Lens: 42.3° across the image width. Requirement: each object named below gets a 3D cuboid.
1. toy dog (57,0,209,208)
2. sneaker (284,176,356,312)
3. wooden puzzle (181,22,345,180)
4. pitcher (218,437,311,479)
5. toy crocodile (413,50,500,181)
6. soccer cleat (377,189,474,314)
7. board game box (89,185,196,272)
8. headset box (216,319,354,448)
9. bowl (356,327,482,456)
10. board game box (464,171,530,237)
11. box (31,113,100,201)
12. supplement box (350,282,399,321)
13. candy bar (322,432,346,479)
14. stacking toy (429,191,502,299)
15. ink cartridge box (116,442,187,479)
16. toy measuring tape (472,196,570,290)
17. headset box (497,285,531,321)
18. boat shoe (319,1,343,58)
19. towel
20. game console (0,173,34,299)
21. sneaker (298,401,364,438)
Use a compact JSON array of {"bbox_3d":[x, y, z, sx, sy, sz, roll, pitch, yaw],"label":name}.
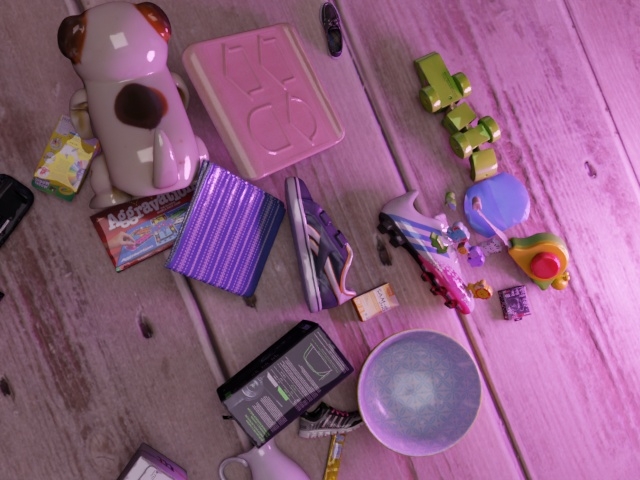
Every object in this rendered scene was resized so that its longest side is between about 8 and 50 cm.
[{"bbox_3d":[-0.406,-0.288,1.726,0.285,0.395,0.407,-14,95,-6],"label":"toy dog"},{"bbox_3d":[0.000,0.000,1.928,0.128,0.126,0.321,-13,99,-6],"label":"sneaker"},{"bbox_3d":[-0.131,-0.320,1.898,0.348,0.080,0.322,-30,94,-45],"label":"wooden puzzle"},{"bbox_3d":[-0.119,0.555,1.880,0.178,0.125,0.207,-35,81,10],"label":"pitcher"},{"bbox_3d":[0.332,-0.304,2.023,0.115,0.105,0.340,-31,87,-11],"label":"toy crocodile"},{"bbox_3d":[0.282,0.023,1.975,0.143,0.116,0.331,-41,93,-9],"label":"soccer cleat"},{"bbox_3d":[-0.373,-0.051,1.918,0.281,0.027,0.145,-27,89,-10],"label":"board game box"},{"bbox_3d":[-0.093,0.315,1.828,0.283,0.246,0.131,-38,93,-9],"label":"headset box"},{"bbox_3d":[0.212,0.345,1.920,0.290,0.156,0.289,1,85,-9],"label":"bowl"},{"bbox_3d":[0.431,-0.089,2.047,0.169,0.033,0.133,-25,94,-8],"label":"board game box"},{"bbox_3d":[-0.576,-0.185,1.886,0.105,0.043,0.179,23,80,-7],"label":"box"},{"bbox_3d":[0.130,0.147,1.981,0.098,0.036,0.062,-24,91,-11],"label":"supplement box"},{"bbox_3d":[0.029,0.529,1.947,0.040,0.018,0.161,13,84,-12],"label":"candy bar"},{"bbox_3d":[0.345,0.009,1.946,0.221,0.052,0.167,48,42,-23],"label":"stacking toy"},{"bbox_3d":[-0.375,0.539,1.799,0.127,0.176,0.128,36,82,-5],"label":"ink cartridge box"},{"bbox_3d":[0.504,-0.005,1.996,0.121,0.121,0.330,-46,107,-9],"label":"toy measuring tape"},{"bbox_3d":[0.480,0.158,2.040,0.062,0.032,0.083,-14,89,-9],"label":"headset box"},{"bbox_3d":[0.031,-0.514,2.010,0.049,0.040,0.142,-11,88,-10],"label":"boat shoe"},{"bbox_3d":[-0.201,-0.016,1.818,0.040,0.336,0.243,17,84,30],"label":"towel"},{"bbox_3d":[-0.766,0.025,1.841,0.213,0.044,0.361,35,82,-7],"label":"game console"},{"bbox_3d":[0.027,0.411,1.932,0.171,0.063,0.074,-10,94,-5],"label":"sneaker"}]
